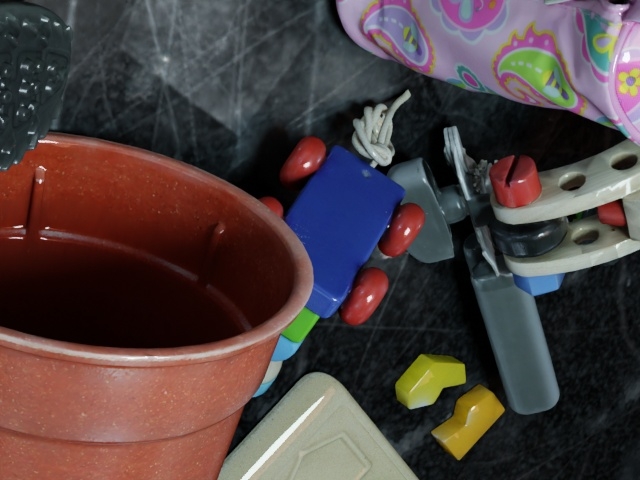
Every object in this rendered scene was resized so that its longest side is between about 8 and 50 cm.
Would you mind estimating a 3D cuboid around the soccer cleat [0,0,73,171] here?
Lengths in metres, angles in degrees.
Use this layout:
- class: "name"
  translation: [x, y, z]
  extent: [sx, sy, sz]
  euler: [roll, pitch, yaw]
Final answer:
- class: "soccer cleat"
  translation: [-0.260, -0.079, 0.915]
  extent: [0.318, 0.116, 0.108]
  euler: [-36, 139, -55]

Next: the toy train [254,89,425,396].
- class: "toy train"
  translation: [0.000, 0.000, 1.176]
  extent: [0.143, 0.105, 0.248]
  euler: [-55, -178, 37]

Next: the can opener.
- class: "can opener"
  translation: [0.127, 0.028, 1.315]
  extent: [0.093, 0.074, 0.280]
  euler: [-18, 127, 11]

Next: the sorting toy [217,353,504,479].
- class: "sorting toy"
  translation: [0.021, 0.211, 1.328]
  extent: [0.307, 0.041, 0.229]
  euler: [-46, 131, -10]

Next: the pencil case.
- class: "pencil case"
  translation: [0.137, -0.150, 1.080]
  extent: [0.124, 0.284, 0.124]
  euler: [-16, 117, -34]

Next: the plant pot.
- class: "plant pot"
  translation: [-0.167, 0.108, 1.007]
  extent: [0.272, 0.272, 0.265]
  euler: [-5, 122, -36]

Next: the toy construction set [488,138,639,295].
- class: "toy construction set"
  translation: [0.273, -0.101, 1.208]
  extent: [0.257, 0.237, 0.308]
  euler: [-28, 118, -50]
